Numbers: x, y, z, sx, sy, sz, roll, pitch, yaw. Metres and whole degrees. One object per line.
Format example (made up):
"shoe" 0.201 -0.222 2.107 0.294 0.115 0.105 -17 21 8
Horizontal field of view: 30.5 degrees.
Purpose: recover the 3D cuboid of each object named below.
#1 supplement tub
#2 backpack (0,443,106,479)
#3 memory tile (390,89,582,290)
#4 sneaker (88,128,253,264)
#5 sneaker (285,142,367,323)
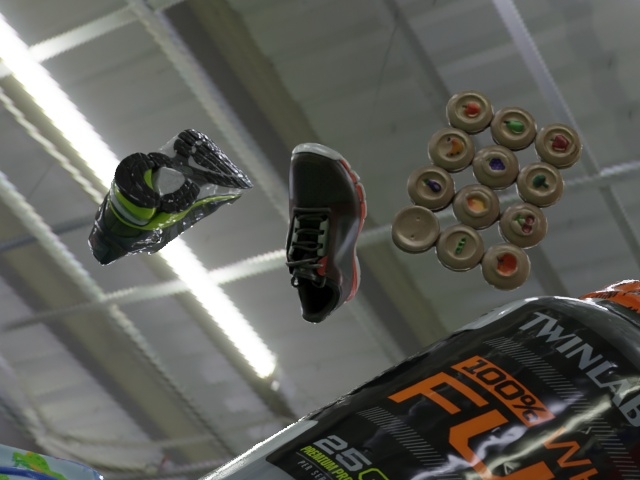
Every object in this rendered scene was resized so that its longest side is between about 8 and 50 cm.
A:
"supplement tub" 0.084 0.163 0.652 0.207 0.338 0.207 42 -33 36
"backpack" -0.315 0.340 1.098 0.290 0.273 0.355 20 -21 -9
"memory tile" 0.127 -0.041 0.902 0.113 0.148 0.012 23 -18 9
"sneaker" -0.187 -0.052 1.425 0.111 0.300 0.121 48 -65 8
"sneaker" 0.000 0.000 0.928 0.061 0.065 0.158 7 -54 23
